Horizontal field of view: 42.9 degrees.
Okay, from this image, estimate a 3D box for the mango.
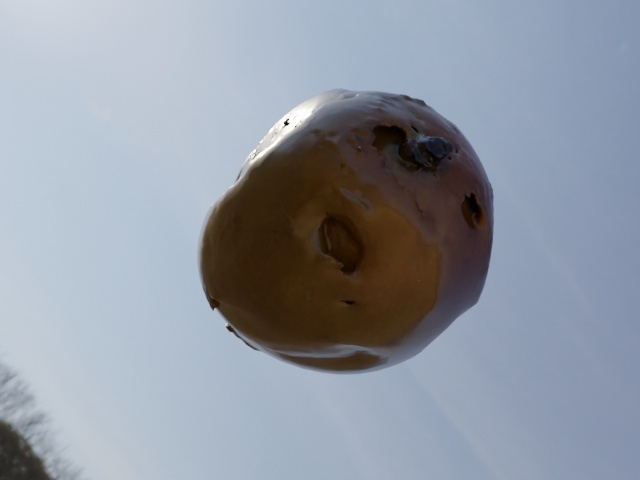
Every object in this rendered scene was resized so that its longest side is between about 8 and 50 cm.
[{"bbox_3d":[0.000,0.000,0.452,0.248,0.156,0.151,-7,-78,69],"label":"mango"}]
